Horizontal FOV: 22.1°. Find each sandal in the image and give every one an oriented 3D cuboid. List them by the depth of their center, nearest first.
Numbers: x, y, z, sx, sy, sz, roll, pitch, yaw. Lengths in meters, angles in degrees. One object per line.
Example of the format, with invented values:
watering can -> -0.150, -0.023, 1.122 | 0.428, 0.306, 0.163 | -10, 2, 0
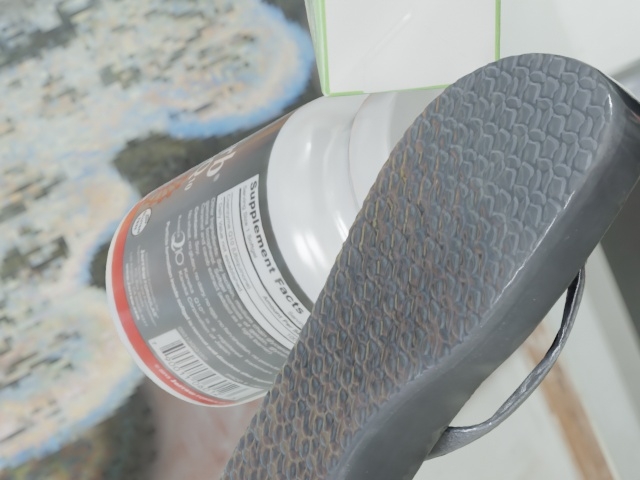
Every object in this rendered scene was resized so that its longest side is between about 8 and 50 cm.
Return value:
sandal -> 0.035, 0.039, 0.570 | 0.254, 0.054, 0.097 | -57, 32, 32

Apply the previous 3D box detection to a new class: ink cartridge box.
ink cartridge box -> 0.032, -0.275, 1.104 | 0.119, 0.207, 0.353 | -6, 37, -3

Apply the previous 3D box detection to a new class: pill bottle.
pill bottle -> 0.000, 0.000, 1.356 | 0.363, 0.210, 0.210 | -25, 9, 45
